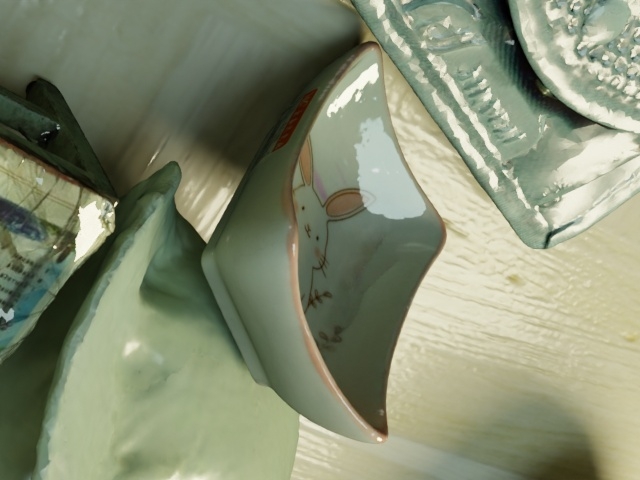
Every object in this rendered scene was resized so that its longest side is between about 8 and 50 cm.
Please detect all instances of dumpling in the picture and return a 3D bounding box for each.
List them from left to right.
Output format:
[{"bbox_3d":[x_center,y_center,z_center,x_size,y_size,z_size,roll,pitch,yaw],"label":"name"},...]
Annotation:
[{"bbox_3d":[-0.134,0.142,0.777,0.270,0.211,0.321,-54,132,-36],"label":"dumpling"}]

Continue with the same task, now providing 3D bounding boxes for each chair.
[{"bbox_3d":[-0.178,0.006,0.605,0.147,0.270,0.136,31,103,-38],"label":"chair"}]

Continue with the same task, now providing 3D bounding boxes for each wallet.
[{"bbox_3d":[0.158,-0.142,0.778,0.237,0.075,0.342,-29,132,15],"label":"wallet"}]

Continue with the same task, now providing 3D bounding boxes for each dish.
[{"bbox_3d":[0.000,0.000,0.759,0.077,0.212,0.151,-10,121,23],"label":"dish"}]
